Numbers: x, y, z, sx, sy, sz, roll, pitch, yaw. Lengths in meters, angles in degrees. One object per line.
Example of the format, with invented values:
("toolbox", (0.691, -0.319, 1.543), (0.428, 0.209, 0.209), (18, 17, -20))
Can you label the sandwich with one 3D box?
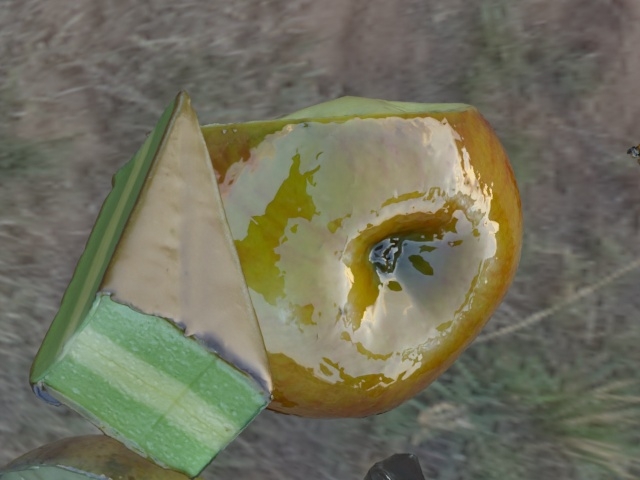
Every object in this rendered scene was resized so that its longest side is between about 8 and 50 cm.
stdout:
("sandwich", (-0.051, 0.016, 0.743), (0.074, 0.074, 0.116), (30, 45, -14))

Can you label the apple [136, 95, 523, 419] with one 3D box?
("apple", (0.000, 0.000, 0.933), (0.195, 0.173, 0.160), (-3, 110, -31))

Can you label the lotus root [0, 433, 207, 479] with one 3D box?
("lotus root", (-0.114, 0.184, 1.254), (0.203, 0.183, 0.078), (30, 50, -5))

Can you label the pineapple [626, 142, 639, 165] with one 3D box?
("pineapple", (0.263, -0.049, 1.257), (0.114, 0.114, 0.077), (36, 88, 13))

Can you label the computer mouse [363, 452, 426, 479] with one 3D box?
("computer mouse", (0.053, 0.208, 1.452), (0.047, 0.135, 0.079), (1, 114, -14))
